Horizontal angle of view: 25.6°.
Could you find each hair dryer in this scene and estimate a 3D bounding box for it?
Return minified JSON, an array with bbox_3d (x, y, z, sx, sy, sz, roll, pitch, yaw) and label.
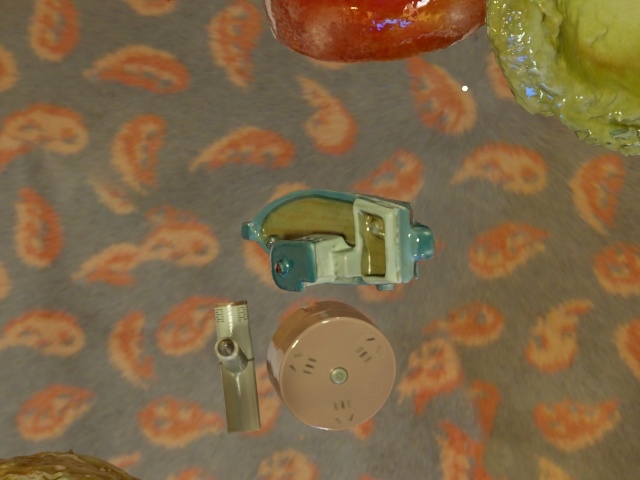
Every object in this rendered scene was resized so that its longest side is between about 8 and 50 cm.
[{"bbox_3d":[-0.100,0.146,1.580,0.044,0.183,0.154,-8,89,2],"label":"hair dryer"}]

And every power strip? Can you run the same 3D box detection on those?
[{"bbox_3d":[0.014,0.157,1.743,0.154,0.078,0.154,-4,104,-16],"label":"power strip"}]

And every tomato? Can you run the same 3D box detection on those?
[{"bbox_3d":[0.066,-0.369,1.565,0.339,0.143,0.338,-4,72,12],"label":"tomato"}]

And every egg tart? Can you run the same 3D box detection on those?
[{"bbox_3d":[0.164,-0.137,0.666,0.197,0.078,0.197,-10,132,-11],"label":"egg tart"}]

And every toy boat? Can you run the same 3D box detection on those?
[{"bbox_3d":[0.000,0.000,1.279,0.215,0.102,0.088,9,106,50],"label":"toy boat"}]

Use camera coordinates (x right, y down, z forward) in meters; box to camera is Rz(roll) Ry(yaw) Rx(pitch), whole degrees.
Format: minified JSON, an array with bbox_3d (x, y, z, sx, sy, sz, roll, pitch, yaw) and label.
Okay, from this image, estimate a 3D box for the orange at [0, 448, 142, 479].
[{"bbox_3d":[-0.243,0.286,1.115,0.210,0.369,0.271,42,90,7],"label":"orange"}]
